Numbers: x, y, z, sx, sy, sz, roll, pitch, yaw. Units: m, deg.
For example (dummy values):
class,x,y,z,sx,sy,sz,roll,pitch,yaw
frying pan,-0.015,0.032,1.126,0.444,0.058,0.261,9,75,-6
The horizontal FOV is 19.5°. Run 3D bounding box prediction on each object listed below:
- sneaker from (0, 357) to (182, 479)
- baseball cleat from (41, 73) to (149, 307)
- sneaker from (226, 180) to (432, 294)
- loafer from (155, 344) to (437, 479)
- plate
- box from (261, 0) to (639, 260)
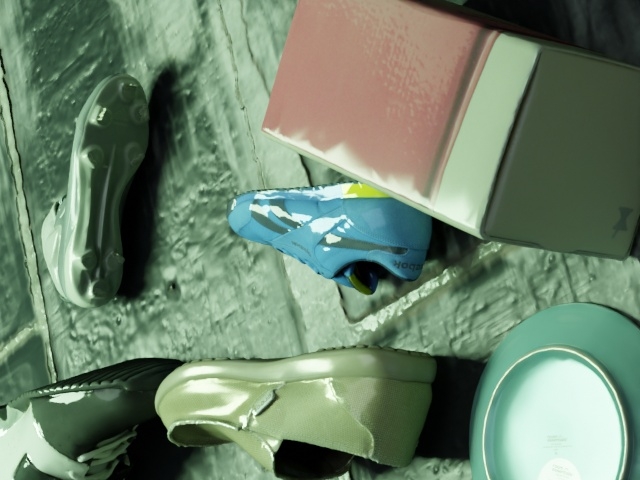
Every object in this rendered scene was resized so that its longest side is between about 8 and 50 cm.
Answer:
class,x,y,z,sx,sy,sz,roll,pitch,yaw
sneaker,-0.213,0.192,1.591,0.330,0.122,0.146,-26,80,46
baseball cleat,-0.207,-0.046,1.635,0.109,0.072,0.206,10,88,55
sneaker,0.000,0.000,1.397,0.209,0.069,0.082,-2,87,48
loafer,-0.028,0.135,1.385,0.268,0.102,0.092,-14,69,46
plate,0.160,0.134,1.232,0.188,0.024,0.188,-9,77,47
box,0.096,-0.087,1.239,0.232,0.148,0.127,27,104,46
